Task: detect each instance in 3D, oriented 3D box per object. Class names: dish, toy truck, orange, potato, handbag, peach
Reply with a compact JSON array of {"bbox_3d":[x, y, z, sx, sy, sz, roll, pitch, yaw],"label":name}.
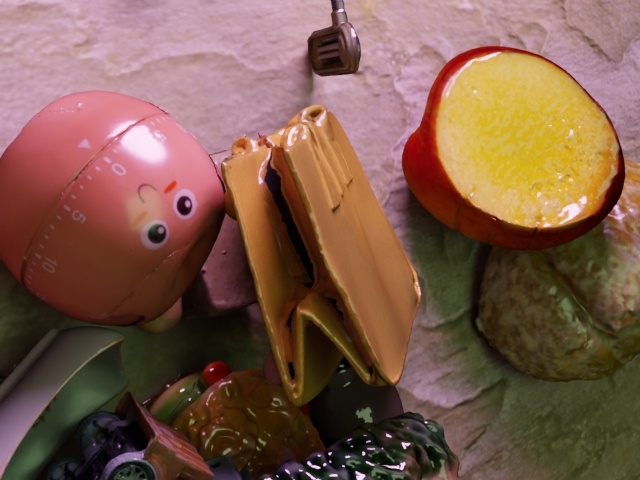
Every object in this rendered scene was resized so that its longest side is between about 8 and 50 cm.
[{"bbox_3d":[-0.287,0.177,1.341,0.077,0.151,0.212,34,65,10],"label":"dish"},{"bbox_3d":[-0.217,0.341,1.324,0.184,0.133,0.338,34,90,-26],"label":"toy truck"},{"bbox_3d":[0.396,0.038,1.839,0.369,0.210,0.271,-48,112,-33],"label":"orange"},{"bbox_3d":[-0.189,0.064,1.464,0.083,0.062,0.068,53,24,-49],"label":"potato"},{"bbox_3d":[0.000,0.000,1.465,0.401,0.133,0.283,-51,124,-76],"label":"handbag"},{"bbox_3d":[0.255,-0.111,1.702,0.249,0.274,0.245,-60,169,17],"label":"peach"}]

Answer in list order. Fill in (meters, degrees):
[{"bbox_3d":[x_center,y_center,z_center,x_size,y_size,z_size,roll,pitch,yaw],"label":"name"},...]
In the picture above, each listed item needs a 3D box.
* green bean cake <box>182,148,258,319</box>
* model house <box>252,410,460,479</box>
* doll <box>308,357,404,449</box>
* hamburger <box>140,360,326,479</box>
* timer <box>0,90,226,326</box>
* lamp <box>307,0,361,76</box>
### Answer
[{"bbox_3d":[-0.122,-0.007,1.507,0.109,0.085,0.179,-21,99,-36],"label":"green bean cake"},{"bbox_3d":[0.042,0.457,1.275,0.445,0.400,0.395,-11,137,-53],"label":"model house"},{"bbox_3d":[0.055,0.249,1.605,0.182,0.117,0.257,-25,98,-57],"label":"doll"},{"bbox_3d":[-0.092,0.246,1.473,0.237,0.149,0.237,4,84,-37],"label":"hamburger"},{"bbox_3d":[-0.213,-0.032,1.340,0.215,0.229,0.229,35,62,2],"label":"timer"},{"bbox_3d":[-0.068,-0.306,1.551,0.283,0.203,0.124,32,77,-10],"label":"lamp"}]
